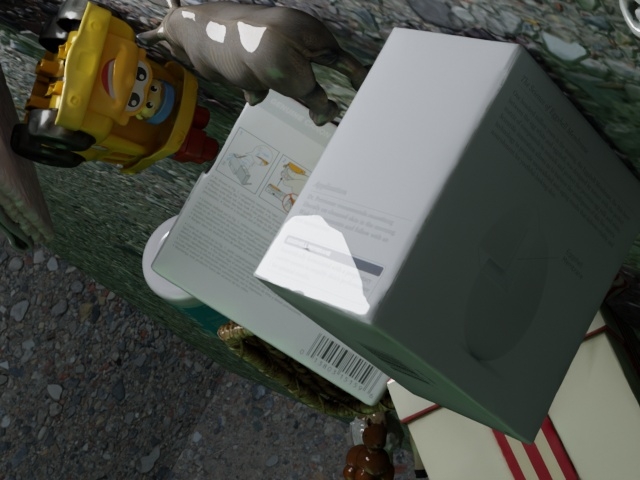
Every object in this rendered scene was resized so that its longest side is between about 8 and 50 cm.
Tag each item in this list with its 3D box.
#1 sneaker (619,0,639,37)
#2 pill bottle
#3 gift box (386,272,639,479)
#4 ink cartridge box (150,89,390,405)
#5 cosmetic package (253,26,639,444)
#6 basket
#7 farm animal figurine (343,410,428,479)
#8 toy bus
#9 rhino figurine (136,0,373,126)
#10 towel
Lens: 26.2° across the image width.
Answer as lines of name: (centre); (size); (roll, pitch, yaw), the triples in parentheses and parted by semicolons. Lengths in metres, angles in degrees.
sneaker: (0.120, -0.136, 0.585); (0.447, 0.169, 0.257); (24, 166, 8)
pill bottle: (-0.163, 0.069, 2.178); (0.146, 0.146, 0.264); (22, 167, 29)
gift box: (0.232, 0.186, 1.363); (0.258, 0.255, 0.276); (69, -169, 24)
ink cartridge box: (0.000, 0.000, 1.396); (0.275, 0.239, 0.060); (32, -160, 1)
cosmetic package: (0.108, -0.004, 1.043); (0.138, 0.225, 0.224); (20, 165, 47)
basket: (0.070, 0.101, 1.587); (0.213, 0.223, 0.299); (21, 165, 34)
farm animal figurine: (0.192, 0.259, 2.022); (0.330, 0.172, 0.327); (-9, 180, 7)
toy bus: (-0.197, -0.138, 1.425); (0.211, 0.149, 0.220); (18, 169, -18)
rhino figurine: (-0.070, -0.163, 1.158); (0.243, 0.073, 0.106); (19, 169, 45)
towel: (-0.377, -0.168, 1.457); (0.332, 0.053, 0.317); (88, 162, -76)
